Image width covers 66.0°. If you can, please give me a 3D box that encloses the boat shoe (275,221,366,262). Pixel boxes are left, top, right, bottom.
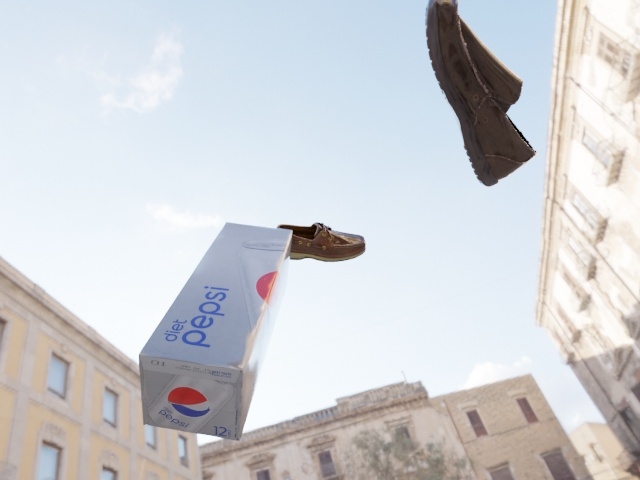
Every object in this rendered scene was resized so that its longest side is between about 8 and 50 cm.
[{"bbox_3d":[0.000,0.000,0.904,0.178,0.064,0.060,1,-59,-8],"label":"boat shoe"}]

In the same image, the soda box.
[{"bbox_3d":[-0.102,0.080,0.565,0.098,0.286,0.091,8,-63,3],"label":"soda box"}]

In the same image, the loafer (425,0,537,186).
[{"bbox_3d":[0.295,-0.279,0.895,0.130,0.134,0.366,-19,-64,24],"label":"loafer"}]
